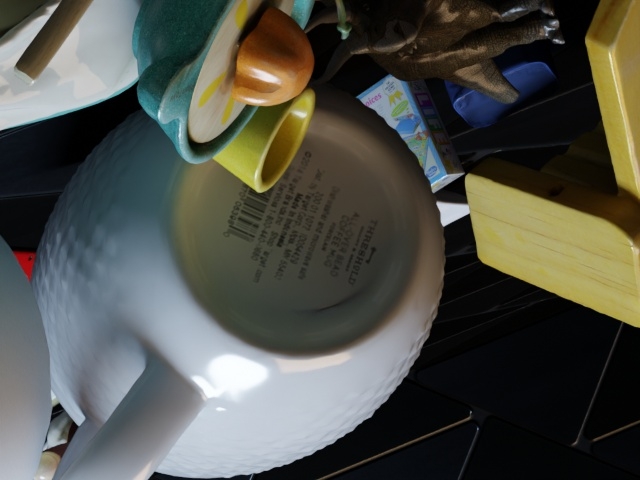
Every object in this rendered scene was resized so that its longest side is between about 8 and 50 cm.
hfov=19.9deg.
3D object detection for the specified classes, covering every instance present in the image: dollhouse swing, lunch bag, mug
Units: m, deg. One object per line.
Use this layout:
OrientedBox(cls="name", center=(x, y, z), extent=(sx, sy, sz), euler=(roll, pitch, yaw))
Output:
OrientedBox(cls="dollhouse swing", center=(0.277, -0.164, 1.476), extent=(0.347, 0.305, 0.315), euler=(-38, -150, -17))
OrientedBox(cls="lunch bag", center=(0.149, -0.148, 1.513), extent=(0.098, 0.065, 0.067), euler=(-25, 152, 13))
OrientedBox(cls="mug", center=(-0.079, 0.059, 1.263), extent=(0.374, 0.276, 0.328), euler=(-55, -174, -17))

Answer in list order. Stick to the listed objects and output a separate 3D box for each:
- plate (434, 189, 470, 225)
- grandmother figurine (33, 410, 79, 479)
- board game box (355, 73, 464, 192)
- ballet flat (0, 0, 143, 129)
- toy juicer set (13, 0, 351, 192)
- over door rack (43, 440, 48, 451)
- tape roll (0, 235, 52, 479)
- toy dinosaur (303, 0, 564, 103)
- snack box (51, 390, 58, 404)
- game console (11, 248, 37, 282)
OrientedBox(cls="plate", center=(0.000, 0.000, 1.926), extent=(0.278, 0.045, 0.277), euler=(-28, 168, 21))
OrientedBox(cls="grandmother figurine", center=(-0.196, 0.180, 1.773), extent=(0.208, 0.104, 0.342), euler=(-23, 170, -25))
OrientedBox(cls="board game box", center=(0.043, -0.068, 1.565), extent=(0.154, 0.103, 0.026), euler=(-32, 165, 39))
OrientedBox(cls="ballet flat", center=(-0.273, -0.081, 0.939), extent=(0.400, 0.139, 0.139), euler=(-25, 169, -12))
OrientedBox(cls="toy juicer set", center=(-0.028, -0.137, 0.947), extent=(0.209, 0.089, 0.329), euler=(-62, 167, 2))
OrientedBox(cls="over door rack", center=(-0.306, 0.162, 1.971), extent=(0.324, 0.108, 0.239), euler=(-37, 168, -1))
OrientedBox(cls="tape roll", center=(-0.319, 0.094, 1.186), extent=(0.286, 0.286, 0.100), euler=(-28, 168, 23))
OrientedBox(cls="toy dinosaur", center=(0.082, -0.164, 1.275), extent=(0.160, 0.121, 0.313), euler=(-12, 174, 9))
OrientedBox(cls="snack box", center=(-0.219, 0.099, 1.726), extent=(0.322, 0.060, 0.187), euler=(-34, 178, 5))
OrientedBox(cls="game console", center=(-0.306, 0.045, 1.637), extent=(0.124, 0.085, 0.144), euler=(6, 180, 24))
